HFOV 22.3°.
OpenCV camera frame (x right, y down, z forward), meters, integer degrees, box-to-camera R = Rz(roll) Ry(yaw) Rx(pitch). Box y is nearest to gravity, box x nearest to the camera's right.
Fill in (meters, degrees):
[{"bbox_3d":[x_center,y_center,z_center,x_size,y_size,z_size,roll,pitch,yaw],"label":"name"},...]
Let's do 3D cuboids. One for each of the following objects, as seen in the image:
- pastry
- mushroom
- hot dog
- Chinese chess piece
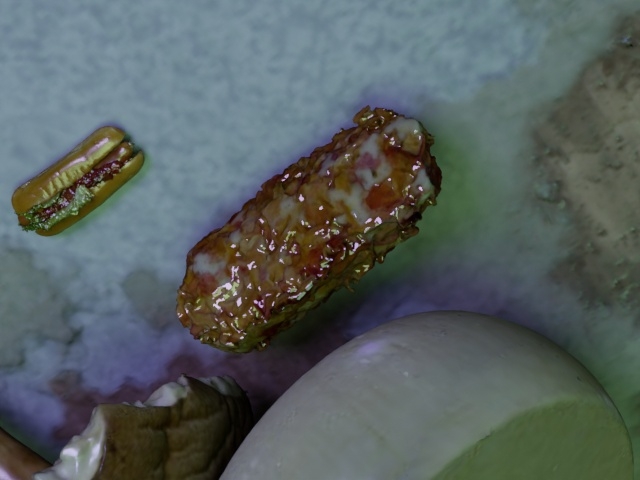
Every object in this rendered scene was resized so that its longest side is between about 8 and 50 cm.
[{"bbox_3d":[-0.001,-0.002,0.871,0.169,0.087,0.063,-35,146,14],"label":"pastry"},{"bbox_3d":[-0.173,0.111,0.881,0.233,0.208,0.302,-43,103,-26],"label":"mushroom"},{"bbox_3d":[-0.134,-0.030,0.884,0.083,0.021,0.037,-38,110,14],"label":"hot dog"},{"bbox_3d":[0.051,0.167,0.874,0.273,0.102,0.273,-25,132,-32],"label":"Chinese chess piece"}]
